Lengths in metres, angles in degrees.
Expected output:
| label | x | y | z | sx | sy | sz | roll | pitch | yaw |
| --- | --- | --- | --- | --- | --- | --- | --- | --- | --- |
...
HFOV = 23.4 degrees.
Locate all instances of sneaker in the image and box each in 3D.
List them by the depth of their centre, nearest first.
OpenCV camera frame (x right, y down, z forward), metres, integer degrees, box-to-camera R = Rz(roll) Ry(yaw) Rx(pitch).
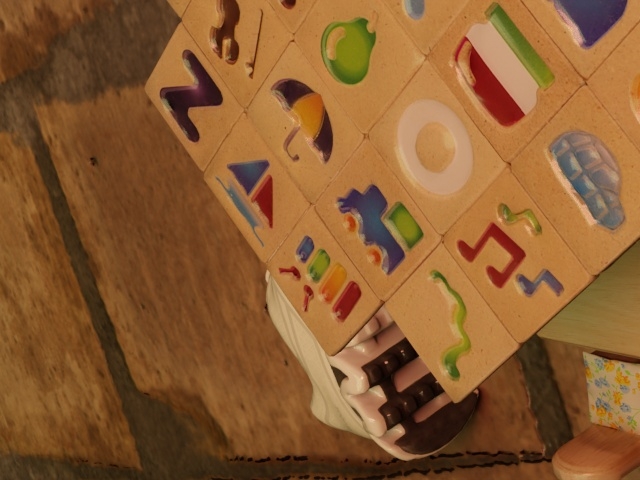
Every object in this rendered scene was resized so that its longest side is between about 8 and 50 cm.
| label | x | y | z | sx | sy | sz | roll | pitch | yaw |
| --- | --- | --- | --- | --- | --- | --- | --- | --- | --- |
| sneaker | 0.000 | 0.000 | 0.987 | 0.118 | 0.110 | 0.292 | -2 | 107 | 57 |

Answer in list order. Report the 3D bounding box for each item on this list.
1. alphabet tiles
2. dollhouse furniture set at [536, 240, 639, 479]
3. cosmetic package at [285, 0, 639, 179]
| label | x | y | z | sx | sy | sz | roll | pitch | yaw |
| --- | --- | --- | --- | --- | --- | --- | --- | --- | --- |
| alphabet tiles | 0.030 | -0.099 | 0.643 | 0.285 | 0.011 | 0.342 | 55 | 140 | 14 |
| dollhouse furniture set | 0.187 | 0.041 | 0.748 | 0.242 | 0.161 | 0.212 | 10 | 116 | 45 |
| cosmetic package | 0.185 | -0.121 | 0.633 | 0.385 | 0.217 | 0.156 | 30 | 129 | 33 |
